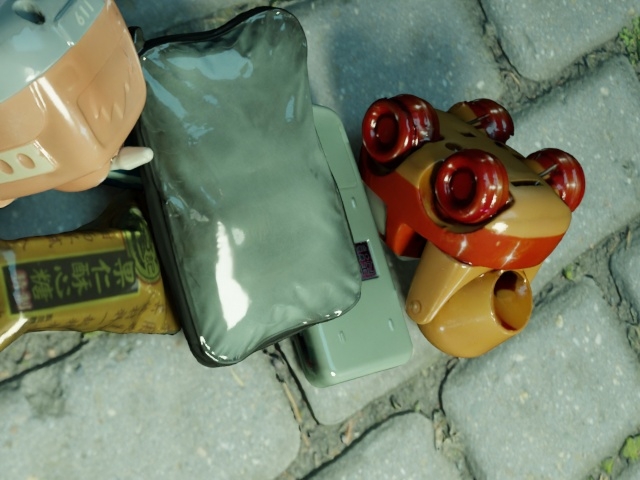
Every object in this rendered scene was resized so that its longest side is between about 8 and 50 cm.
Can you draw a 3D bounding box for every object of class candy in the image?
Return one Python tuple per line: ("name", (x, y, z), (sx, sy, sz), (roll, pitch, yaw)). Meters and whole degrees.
("candy", (-0.223, 0.030, 1.251), (0.271, 0.101, 0.143), (-9, 89, -50))

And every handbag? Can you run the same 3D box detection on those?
("handbag", (-0.071, -0.054, 1.322), (0.191, 0.075, 0.332), (-22, 110, -25))

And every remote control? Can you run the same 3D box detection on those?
("remote control", (0.000, 0.000, 1.488), (0.140, 0.056, 0.296), (-11, 81, -44))

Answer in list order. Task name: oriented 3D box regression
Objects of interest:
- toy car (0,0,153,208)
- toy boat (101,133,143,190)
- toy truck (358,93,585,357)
("toy car", (-0.271, -0.123, 1.171), (0.212, 0.270, 0.180), (61, 38, -33))
("toy boat", (-0.127, -0.098, 1.369), (0.299, 0.062, 0.096), (4, 76, -29))
("toy truck", (0.143, -0.017, 1.558), (0.189, 0.239, 0.265), (-3, 35, -43))
